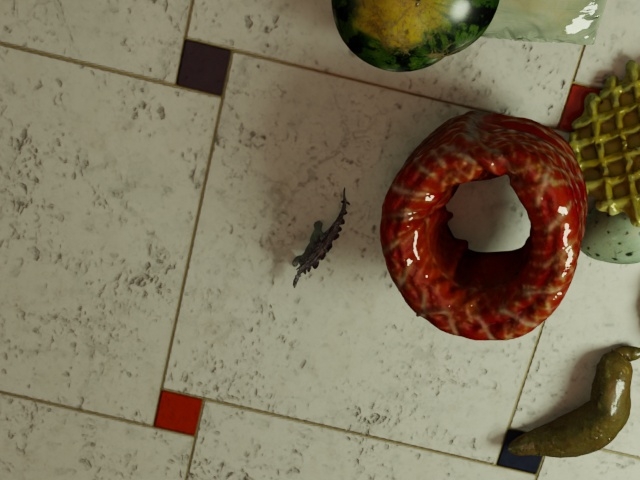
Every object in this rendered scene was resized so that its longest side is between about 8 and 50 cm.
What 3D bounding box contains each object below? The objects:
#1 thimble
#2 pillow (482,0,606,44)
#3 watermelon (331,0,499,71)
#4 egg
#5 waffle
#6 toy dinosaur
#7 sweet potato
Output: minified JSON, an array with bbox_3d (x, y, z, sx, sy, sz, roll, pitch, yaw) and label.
[{"bbox_3d":[0.266,-0.029,1.681,0.350,0.230,0.350,7,113,17],"label":"thimble"},{"bbox_3d":[0.355,-0.391,1.691,0.229,0.051,0.128,4,115,2],"label":"pillow"},{"bbox_3d":[0.142,-0.393,1.595,0.269,0.269,0.269,1,108,2],"label":"watermelon"},{"bbox_3d":[0.523,-0.022,1.770,0.164,0.131,0.131,-11,108,26],"label":"egg"},{"bbox_3d":[0.532,-0.162,1.700,0.250,0.056,0.261,39,101,30],"label":"waffle"},{"bbox_3d":[0.002,0.001,1.815,0.039,0.082,0.209,26,105,-14],"label":"toy dinosaur"},{"bbox_3d":[0.497,0.323,1.893,0.124,0.098,0.310,46,106,10],"label":"sweet potato"}]
